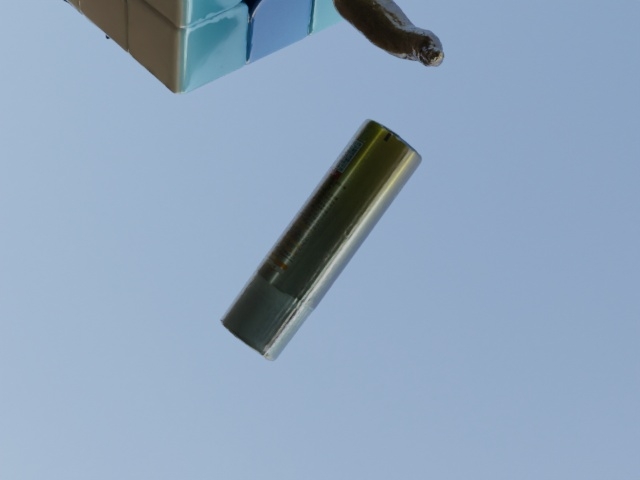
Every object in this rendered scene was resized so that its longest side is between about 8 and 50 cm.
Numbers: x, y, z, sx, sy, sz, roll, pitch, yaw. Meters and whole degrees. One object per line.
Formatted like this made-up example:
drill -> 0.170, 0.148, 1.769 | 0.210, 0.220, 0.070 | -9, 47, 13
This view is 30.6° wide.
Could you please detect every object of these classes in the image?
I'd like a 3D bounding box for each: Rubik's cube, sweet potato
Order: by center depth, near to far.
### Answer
sweet potato -> 0.042, -0.160, 0.835 | 0.038, 0.041, 0.153 | -43, -124, 3
Rubik's cube -> -0.131, -0.390, 1.308 | 0.291, 0.290, 0.292 | 40, -37, 29

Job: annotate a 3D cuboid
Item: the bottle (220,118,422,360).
bottle -> 0.000, 0.000, 1.310 | 0.082, 0.082, 0.286 | 35, -92, 28
